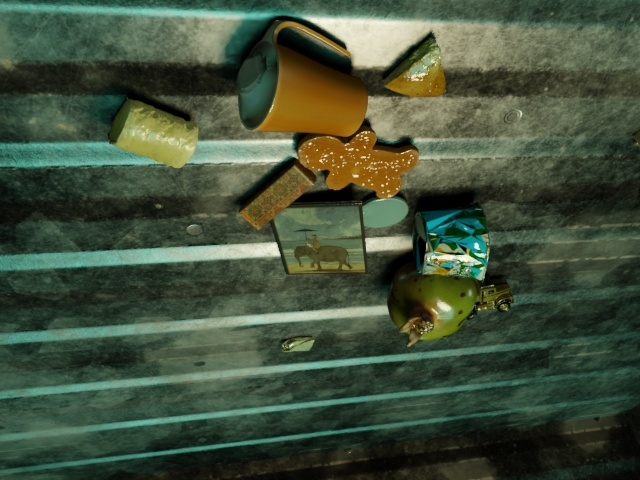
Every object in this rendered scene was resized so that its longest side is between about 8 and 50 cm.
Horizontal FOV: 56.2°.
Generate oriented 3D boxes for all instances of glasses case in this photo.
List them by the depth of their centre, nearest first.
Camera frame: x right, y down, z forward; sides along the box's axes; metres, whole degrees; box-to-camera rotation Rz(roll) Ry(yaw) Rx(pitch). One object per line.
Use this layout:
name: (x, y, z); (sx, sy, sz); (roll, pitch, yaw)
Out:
glasses case: (-0.112, -0.119, 1.558); (0.075, 0.049, 0.218); (42, 121, -19)

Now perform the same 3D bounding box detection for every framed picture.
framed picture: (0.000, 0.000, 1.736); (0.265, 0.016, 0.347); (0, 143, 7)

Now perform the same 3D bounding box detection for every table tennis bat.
table tennis bat: (0.137, -0.083, 1.696); (0.237, 0.038, 0.149); (2, 149, -21)

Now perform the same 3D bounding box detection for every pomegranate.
pomegranate: (0.358, 0.201, 1.887); (0.290, 0.323, 0.291); (-2, 119, -3)

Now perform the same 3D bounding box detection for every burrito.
burrito: (-0.086, 0.389, 2.241); (0.118, 0.044, 0.074); (2, 139, -21)

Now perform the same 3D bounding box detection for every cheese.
cheese: (-0.363, -0.230, 1.312); (0.167, 0.094, 0.123); (18, 132, -35)

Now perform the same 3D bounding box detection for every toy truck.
toy truck: (0.540, 0.188, 2.098); (0.257, 0.127, 0.127); (-7, 128, -8)

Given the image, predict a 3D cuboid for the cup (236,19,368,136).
cup: (-0.034, -0.324, 1.249); (0.264, 0.182, 0.226); (5, 109, -32)

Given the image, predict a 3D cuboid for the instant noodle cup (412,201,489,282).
instant noodle cup: (0.370, 0.005, 1.736); (0.178, 0.240, 0.240); (-1, 143, -2)

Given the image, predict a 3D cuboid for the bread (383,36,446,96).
bread: (0.207, -0.365, 1.334); (0.136, 0.054, 0.154); (-15, 141, 8)

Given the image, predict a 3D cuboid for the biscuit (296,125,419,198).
biscuit: (0.089, -0.207, 1.509); (0.324, 0.049, 0.205); (7, 138, -24)

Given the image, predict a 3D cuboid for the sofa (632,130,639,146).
sofa: (0.934, -0.250, 1.662); (0.147, 0.085, 0.060); (18, 131, -35)
